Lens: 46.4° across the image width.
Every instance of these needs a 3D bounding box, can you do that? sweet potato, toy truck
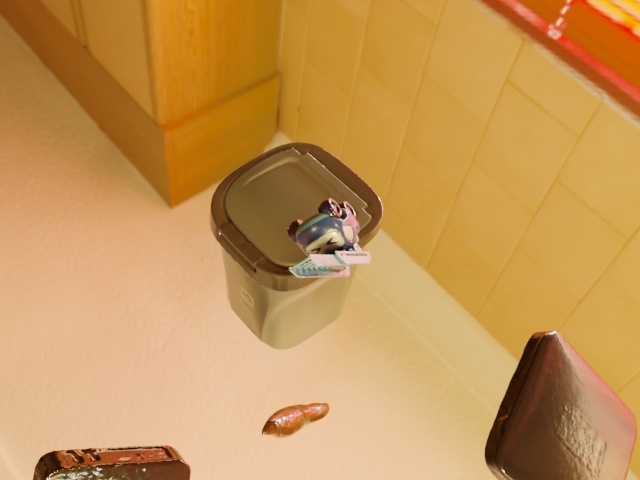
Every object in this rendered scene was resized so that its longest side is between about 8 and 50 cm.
[{"bbox_3d":[-0.050,0.345,1.450,0.058,0.265,0.057,-1,-92,22],"label":"sweet potato"},{"bbox_3d":[0.000,0.000,0.768,0.136,0.063,0.074,2,-123,-61],"label":"toy truck"}]

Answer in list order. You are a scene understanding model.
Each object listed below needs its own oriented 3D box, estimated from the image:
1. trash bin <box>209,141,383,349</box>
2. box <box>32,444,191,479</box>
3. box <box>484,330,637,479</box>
[{"bbox_3d":[-0.045,0.022,1.169,0.219,0.250,0.220,-29,-121,-27],"label":"trash bin"},{"bbox_3d":[-0.314,0.458,1.040,0.211,0.349,0.058,9,-170,-33],"label":"box"},{"bbox_3d":[0.416,0.340,1.278,0.289,0.073,0.290,44,-124,-17],"label":"box"}]
